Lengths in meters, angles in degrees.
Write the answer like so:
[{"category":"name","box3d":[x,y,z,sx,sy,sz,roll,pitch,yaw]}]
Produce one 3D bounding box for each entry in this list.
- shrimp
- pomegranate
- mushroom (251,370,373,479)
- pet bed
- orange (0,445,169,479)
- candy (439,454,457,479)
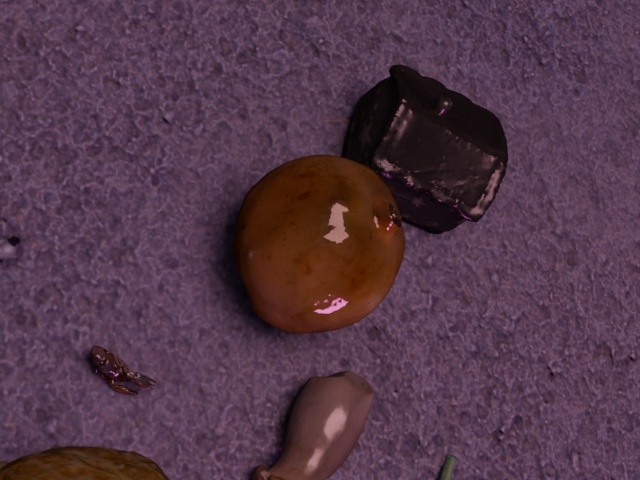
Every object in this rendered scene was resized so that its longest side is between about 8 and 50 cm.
[{"category":"shrimp","box3d":[-0.242,0.160,1.441,0.092,0.038,0.029,36,25,-19]},{"category":"pomegranate","box3d":[-0.005,0.001,1.534,0.233,0.233,0.233,11,69,-29]},{"category":"mushroom","box3d":[-0.006,0.251,1.524,0.097,0.088,0.212,38,64,-5]},{"category":"pet bed","box3d":[0.156,-0.130,1.708,0.210,0.159,0.183,25,62,-22]},{"category":"orange","box3d":[-0.288,0.356,1.206,0.368,0.210,0.271,-13,88,-22]},{"category":"candy","box3d":[0.130,0.419,1.569,0.093,0.092,0.336,15,51,13]}]
